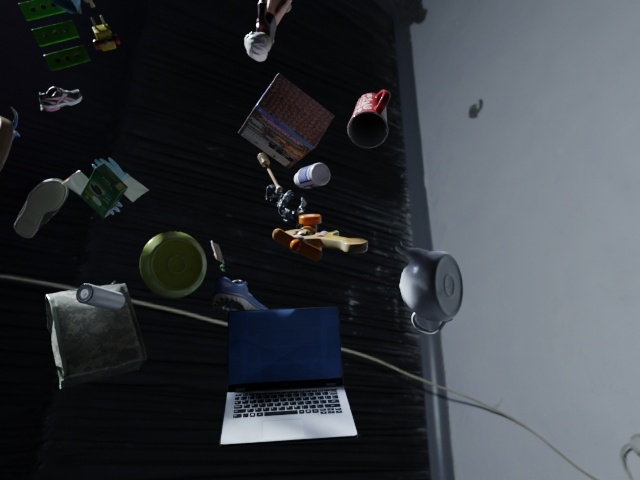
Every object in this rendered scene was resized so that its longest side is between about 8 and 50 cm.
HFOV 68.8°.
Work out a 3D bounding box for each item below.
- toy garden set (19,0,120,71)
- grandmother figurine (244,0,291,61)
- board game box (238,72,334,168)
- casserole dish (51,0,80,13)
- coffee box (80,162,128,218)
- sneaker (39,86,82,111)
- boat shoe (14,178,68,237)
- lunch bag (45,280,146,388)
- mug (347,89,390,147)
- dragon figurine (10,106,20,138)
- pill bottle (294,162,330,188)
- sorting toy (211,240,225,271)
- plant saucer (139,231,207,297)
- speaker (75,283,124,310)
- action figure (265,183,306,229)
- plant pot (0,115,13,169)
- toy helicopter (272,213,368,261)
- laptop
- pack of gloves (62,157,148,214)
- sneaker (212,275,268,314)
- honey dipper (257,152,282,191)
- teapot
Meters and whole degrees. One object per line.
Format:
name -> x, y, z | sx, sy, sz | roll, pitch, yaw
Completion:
toy garden set -> -0.702, -0.621, 1.304 | 0.049, 0.204, 0.244 | 25, 136, 65
grandmother figurine -> -0.180, -0.764, 1.637 | 0.208, 0.104, 0.342 | 69, -150, -57
board game box -> -0.129, -0.405, 1.644 | 0.141, 0.232, 0.291 | -61, 16, -17
casserole dish -> -0.649, -0.631, 1.123 | 0.037, 0.114, 0.188 | -61, -10, -14
coffee box -> -0.726, -0.163, 1.568 | 0.184, 0.113, 0.040 | -38, 9, 41
sneaker -> -0.998, -0.556, 1.798 | 0.178, 0.072, 0.077 | -58, -26, -51
boat shoe -> -1.063, -0.140, 1.794 | 0.335, 0.112, 0.095 | -39, 27, 25
lunch bag -> -0.700, 0.278, 1.449 | 0.169, 0.235, 0.287 | -43, 62, 49
mug -> 0.160, -0.366, 1.369 | 0.150, 0.113, 0.169 | -26, 29, 26
dragon figurine -> -1.208, -0.361, 1.752 | 0.289, 0.085, 0.144 | -32, 39, 26
pill bottle -> -0.041, -0.268, 1.970 | 0.169, 0.094, 0.094 | -3, 75, 58
sorting toy -> -0.286, 0.046, 1.309 | 0.062, 0.012, 0.083 | 64, -175, -73
plant saucer -> -0.516, 0.085, 1.669 | 0.037, 0.241, 0.241 | -10, 69, 56
speaker -> -0.605, 0.159, 1.295 | 0.136, 0.055, 0.055 | 51, -142, -69
action figure -> -0.153, -0.174, 2.296 | 0.141, 0.164, 0.275 | -46, 61, 6
plant pot -> -0.815, -0.195, 1.058 | 0.237, 0.110, 0.237 | -15, 62, 30
toy helicopter -> 0.000, 0.000, 1.602 | 0.355, 0.235, 0.140 | 9, 104, 41
laptop -> -0.106, 0.400, 1.451 | 0.408, 0.382, 0.236 | -113, 23, -74
pack of gloves -> -0.799, -0.192, 1.758 | 0.195, 0.232, 0.046 | -34, 49, 5
sneaker -> -0.296, 0.227, 1.812 | 0.130, 0.330, 0.147 | -21, 57, 14
honey dipper -> -0.157, -0.213, 1.484 | 0.030, 0.030, 0.160 | -52, 54, 36
teapot -> 0.357, 0.161, 1.594 | 0.187, 0.252, 0.256 | -9, 56, 41
